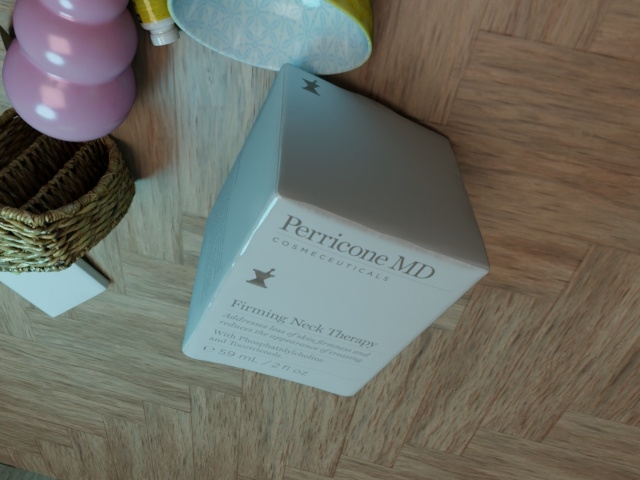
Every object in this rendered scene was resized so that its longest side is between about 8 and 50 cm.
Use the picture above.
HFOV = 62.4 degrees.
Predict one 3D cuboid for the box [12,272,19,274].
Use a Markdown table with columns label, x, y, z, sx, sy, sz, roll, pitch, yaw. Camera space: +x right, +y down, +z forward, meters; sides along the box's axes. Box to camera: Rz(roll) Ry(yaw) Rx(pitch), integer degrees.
| label | x | y | z | sx | sy | sz | roll | pitch | yaw |
| --- | --- | --- | --- | --- | --- | --- | --- | --- | --- |
| box | -0.727 | -0.070 | 1.131 | 0.321 | 0.232 | 0.059 | 18 | 135 | 1 |

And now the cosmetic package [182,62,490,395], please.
| label | x | y | z | sx | sy | sz | roll | pitch | yaw |
| --- | --- | --- | --- | --- | --- | --- | --- | --- | --- |
| cosmetic package | 0.000 | 0.000 | 0.889 | 0.329 | 0.328 | 0.394 | 19 | 132 | -19 |

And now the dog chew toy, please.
| label | x | y | z | sx | sy | sz | roll | pitch | yaw |
| --- | --- | --- | --- | --- | --- | --- | --- | --- | --- |
| dog chew toy | -0.390 | -0.318 | 0.843 | 0.206 | 0.207 | 0.332 | 27 | 135 | -7 |

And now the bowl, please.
| label | x | y | z | sx | sy | sz | roll | pitch | yaw |
| --- | --- | --- | --- | --- | --- | --- | --- | --- | --- |
| bowl | -0.054 | -0.361 | 0.739 | 0.289 | 0.289 | 0.156 | 11 | 87 | 7 |

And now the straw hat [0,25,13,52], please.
| label | x | y | z | sx | sy | sz | roll | pitch | yaw |
| --- | --- | --- | --- | --- | --- | --- | --- | --- | --- |
| straw hat | -0.532 | -0.329 | 0.975 | 0.061 | 0.144 | 0.145 | -18 | 131 | -19 |

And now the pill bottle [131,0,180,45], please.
| label | x | y | z | sx | sy | sz | roll | pitch | yaw |
| --- | --- | --- | --- | --- | --- | --- | --- | --- | --- |
| pill bottle | -0.271 | -0.384 | 0.861 | 0.065 | 0.065 | 0.116 | -2 | 127 | 17 |

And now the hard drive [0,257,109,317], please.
| label | x | y | z | sx | sy | sz | roll | pitch | yaw |
| --- | --- | --- | --- | --- | --- | --- | --- | --- | --- |
| hard drive | -0.712 | 0.057 | 1.308 | 0.202 | 0.040 | 0.308 | -25 | 127 | 18 |

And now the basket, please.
| label | x | y | z | sx | sy | sz | roll | pitch | yaw |
| --- | --- | --- | --- | --- | --- | --- | --- | --- | --- |
| basket | -0.504 | -0.113 | 0.990 | 0.213 | 0.299 | 0.223 | -1 | 128 | 15 |
